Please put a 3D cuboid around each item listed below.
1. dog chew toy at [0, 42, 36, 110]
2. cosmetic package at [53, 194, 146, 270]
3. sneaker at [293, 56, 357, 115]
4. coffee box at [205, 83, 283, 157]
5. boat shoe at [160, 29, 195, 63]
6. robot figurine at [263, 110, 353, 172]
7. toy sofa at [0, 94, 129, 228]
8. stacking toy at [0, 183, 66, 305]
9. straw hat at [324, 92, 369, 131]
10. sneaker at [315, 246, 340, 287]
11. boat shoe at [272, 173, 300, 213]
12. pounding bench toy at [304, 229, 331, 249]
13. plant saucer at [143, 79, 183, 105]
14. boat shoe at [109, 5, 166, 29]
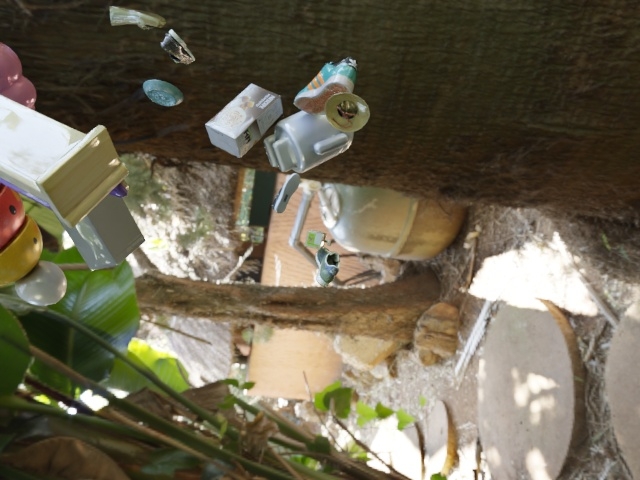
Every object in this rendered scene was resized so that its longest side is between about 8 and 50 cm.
[{"bbox_3d":[-0.932,-0.483,1.352,0.331,0.207,0.206,56,-159,-38],"label":"dog chew toy"},{"bbox_3d":[-0.543,-0.059,1.190,0.238,0.107,0.127,65,-152,-24],"label":"cosmetic package"},{"bbox_3d":[0.024,-0.497,1.596,0.302,0.108,0.121,-3,61,57],"label":"sneaker"},{"bbox_3d":[-0.259,-0.419,1.716,0.246,0.141,0.098,-50,-25,-24],"label":"coffee box"},{"bbox_3d":[-0.510,-0.674,1.753,0.068,0.081,0.228,-45,1,1],"label":"boat shoe"},{"bbox_3d":[-0.026,-0.379,1.793,0.300,0.354,0.199,39,153,49],"label":"robot figurine"},{"bbox_3d":[-0.543,-0.158,0.896,0.150,0.363,0.177,-56,-16,-31],"label":"toy sofa"},{"bbox_3d":[-0.816,-0.009,1.209,0.350,0.351,0.480,-92,-23,-46],"label":"stacking toy"},{"bbox_3d":[0.083,-0.398,1.469,0.144,0.145,0.061,112,175,-54],"label":"straw hat"},{"bbox_3d":[0.032,0.065,1.580,0.086,0.064,0.192,-50,19,26],"label":"sneaker"},{"bbox_3d":[-0.115,-0.156,1.594,0.040,0.049,0.142,34,97,47],"label":"boat shoe"},{"bbox_3d":[0.000,0.000,1.580,0.065,0.083,0.052,-19,-58,-77],"label":"pounding bench toy"},{"bbox_3d":[-0.473,-0.436,1.476,0.119,0.119,0.021,126,155,-70],"label":"plant saucer"},{"bbox_3d":[-0.464,-0.557,1.251,0.056,0.153,0.048,-62,-15,-62],"label":"boat shoe"}]
